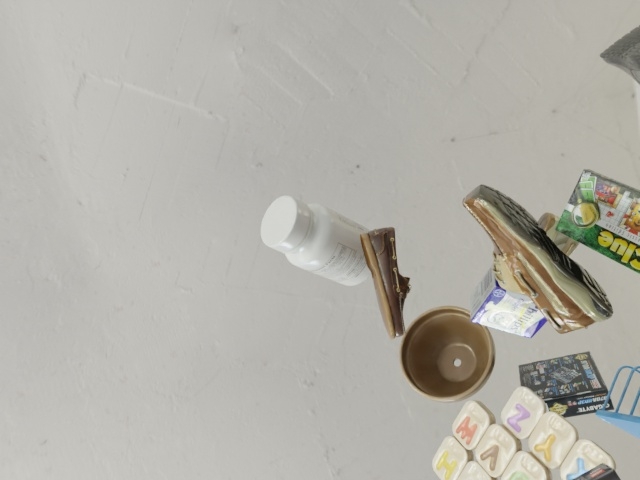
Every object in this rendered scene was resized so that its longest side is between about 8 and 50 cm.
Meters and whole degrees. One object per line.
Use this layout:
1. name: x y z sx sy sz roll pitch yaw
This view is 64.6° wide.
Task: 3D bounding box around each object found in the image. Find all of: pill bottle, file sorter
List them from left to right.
1. pill bottle: 0.000 0.000 1.005 0.229 0.131 0.131 25 -93 -40
2. file sorter: 0.533 0.257 0.767 0.118 0.170 0.105 29 -102 7

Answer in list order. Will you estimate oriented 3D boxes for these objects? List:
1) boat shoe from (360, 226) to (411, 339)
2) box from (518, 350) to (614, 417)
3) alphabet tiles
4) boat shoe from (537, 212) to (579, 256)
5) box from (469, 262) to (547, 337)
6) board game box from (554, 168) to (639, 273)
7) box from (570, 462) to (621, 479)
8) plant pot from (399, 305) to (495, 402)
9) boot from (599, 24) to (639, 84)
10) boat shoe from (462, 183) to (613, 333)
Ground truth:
1. boat shoe: 0.133 0.077 0.944 0.072 0.073 0.207 -13 -91 -6
2. box: 0.561 0.337 1.181 0.175 0.220 0.051 -19 -87 20
3. alphabet tiles: 0.274 0.367 0.719 0.021 0.284 0.278 20 -77 -32
4. boat shoe: 0.494 0.081 1.157 0.098 0.109 0.303 19 -58 5
5. box: 0.392 0.122 1.029 0.137 0.126 0.072 15 -133 0
6. board game box: 0.578 -0.020 0.930 0.030 0.259 0.136 -9 -57 -37
7. box: 0.188 0.293 0.430 0.206 0.036 0.114 -30 -111 5
8. plant pot: 0.325 0.292 1.262 0.237 0.237 0.109 -55 -45 -6
9. boot: 0.725 -0.341 1.081 0.223 0.338 0.118 48 -57 -7
10. boat shoe: 0.366 0.045 0.904 0.324 0.122 0.120 45 -59 1
